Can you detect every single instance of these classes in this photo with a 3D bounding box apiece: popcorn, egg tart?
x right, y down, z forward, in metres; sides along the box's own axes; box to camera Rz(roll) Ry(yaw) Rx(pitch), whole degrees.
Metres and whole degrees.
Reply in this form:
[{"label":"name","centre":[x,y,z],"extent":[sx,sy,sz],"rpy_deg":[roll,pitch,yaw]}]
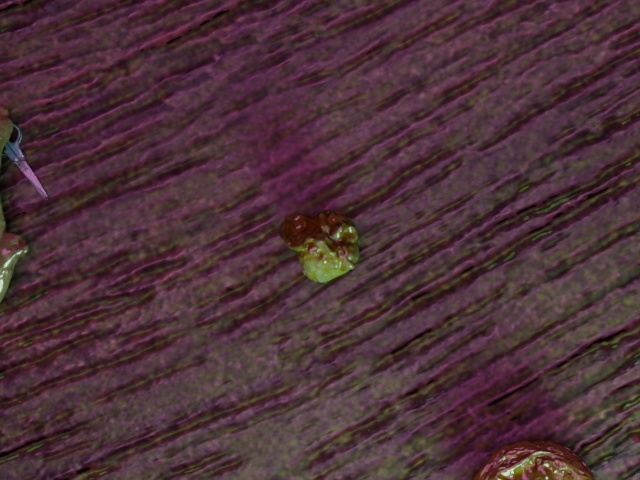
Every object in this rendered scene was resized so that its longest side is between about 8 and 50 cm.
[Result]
[{"label":"popcorn","centre":[-0.002,0.002,1.598],"extent":[0.083,0.059,0.068],"rpy_deg":[27,94,13]},{"label":"egg tart","centre":[0.192,0.241,1.586],"extent":[0.130,0.052,0.130],"rpy_deg":[0,93,5]}]

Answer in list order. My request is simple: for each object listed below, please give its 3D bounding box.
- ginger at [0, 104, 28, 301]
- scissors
[{"label":"ginger","centre":[-0.352,-0.096,1.625],"extent":[0.148,0.081,0.334],"rpy_deg":[-20,90,-10]},{"label":"scissors","centre":[-0.281,-0.072,1.650],"extent":[0.036,0.006,0.083],"rpy_deg":[-37,88,4]}]
